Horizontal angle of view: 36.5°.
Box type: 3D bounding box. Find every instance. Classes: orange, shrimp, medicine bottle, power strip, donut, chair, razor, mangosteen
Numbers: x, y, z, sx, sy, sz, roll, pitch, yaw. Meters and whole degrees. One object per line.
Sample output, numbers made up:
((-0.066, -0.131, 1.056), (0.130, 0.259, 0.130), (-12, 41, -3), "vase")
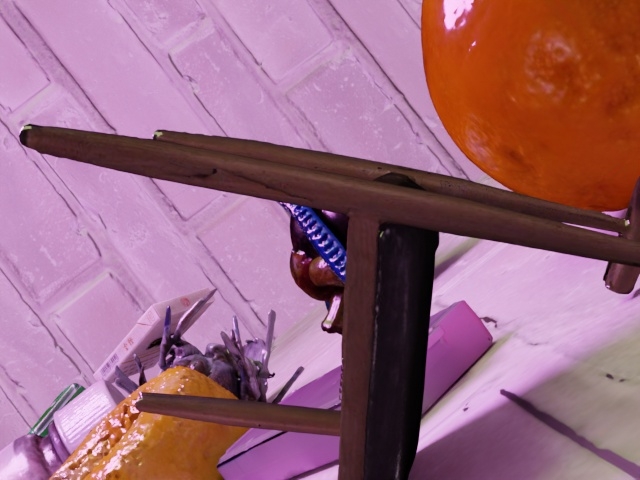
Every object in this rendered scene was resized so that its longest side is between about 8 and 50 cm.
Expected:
((0.197, -0.147, 0.676), (0.261, 0.261, 0.261), (-38, -1, -1), "orange")
((-0.126, 0.170, 1.180), (0.221, 0.166, 0.410), (-8, -17, 6), "shrimp")
((-0.296, 0.290, 1.035), (0.273, 0.165, 0.165), (-39, -1, -9), "medicine bottle")
((0.013, 0.120, 0.696), (0.109, 0.037, 0.279), (-38, 0, -35), "power strip")
((-0.159, 0.220, 0.855), (0.253, 0.118, 0.253), (-42, 13, 12), "donut")
((0.025, 0.041, 0.427), (0.272, 0.166, 0.188), (5, 6, 9), "chair")
((0.006, 0.006, 1.193), (0.093, 0.324, 0.056), (-39, -39, 3), "razor")
((0.050, 0.017, 1.300), (0.211, 0.211, 0.250), (-39, 26, 55), "mangosteen")

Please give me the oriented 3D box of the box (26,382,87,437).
((-0.322, 0.309, 1.314), (0.103, 0.180, 0.250), (-52, 6, -37), "box")

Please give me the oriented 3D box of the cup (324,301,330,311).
((0.053, 0.040, 1.509), (0.131, 0.176, 0.155), (4, -14, 26), "cup")

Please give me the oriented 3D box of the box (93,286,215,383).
((-0.204, 0.119, 1.186), (0.090, 0.024, 0.167), (-17, -23, -49), "box")
